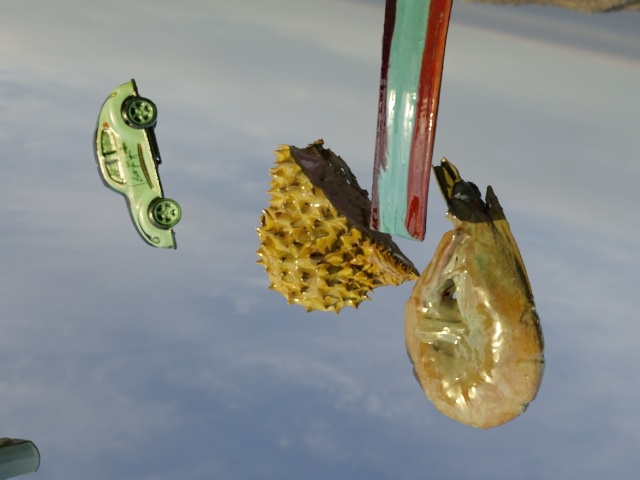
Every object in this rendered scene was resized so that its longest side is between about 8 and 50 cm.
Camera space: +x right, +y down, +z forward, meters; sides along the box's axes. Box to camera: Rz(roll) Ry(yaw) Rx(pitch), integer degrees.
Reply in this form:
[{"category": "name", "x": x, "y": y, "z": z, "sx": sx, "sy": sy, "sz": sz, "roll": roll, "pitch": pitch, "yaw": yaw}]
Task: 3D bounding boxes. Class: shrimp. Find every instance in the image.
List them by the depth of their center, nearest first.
[{"category": "shrimp", "x": 0.161, "y": 0.059, "z": 0.832, "sx": 0.168, "sy": 0.317, "sz": 0.077, "roll": -18, "pitch": 166, "yaw": 28}]

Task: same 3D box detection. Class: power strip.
[{"category": "power strip", "x": -0.501, "y": 0.327, "z": 0.961, "sx": 0.168, "sy": 0.054, "sz": 0.253, "roll": -1, "pitch": -171, "yaw": 11}]

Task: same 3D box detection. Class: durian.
[{"category": "durian", "x": -0.013, "y": -0.002, "z": 1.090, "sx": 0.305, "sy": 0.196, "sz": 0.185, "roll": 55, "pitch": -162, "yaw": 18}]

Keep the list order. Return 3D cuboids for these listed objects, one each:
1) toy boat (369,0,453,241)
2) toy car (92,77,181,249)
[{"category": "toy boat", "x": 0.098, "y": -0.195, "z": 0.692, "sx": 0.080, "sy": 0.391, "sz": 0.136, "roll": 5, "pitch": -171, "yaw": 5}, {"category": "toy car", "x": -0.326, "y": -0.125, "z": 1.251, "sx": 0.125, "sy": 0.305, "sz": 0.136, "roll": -12, "pitch": -174, "yaw": -12}]
